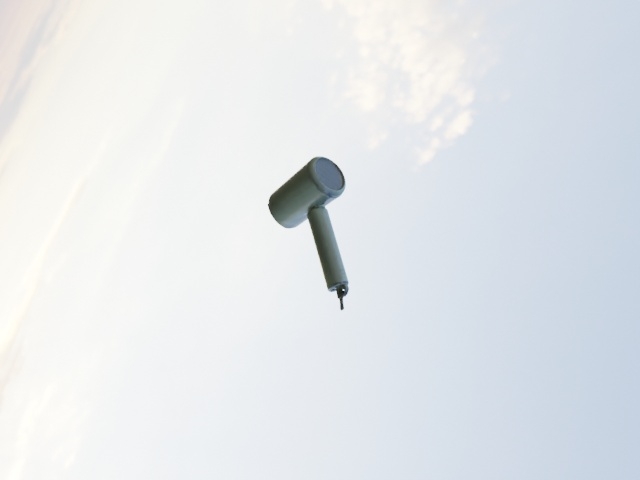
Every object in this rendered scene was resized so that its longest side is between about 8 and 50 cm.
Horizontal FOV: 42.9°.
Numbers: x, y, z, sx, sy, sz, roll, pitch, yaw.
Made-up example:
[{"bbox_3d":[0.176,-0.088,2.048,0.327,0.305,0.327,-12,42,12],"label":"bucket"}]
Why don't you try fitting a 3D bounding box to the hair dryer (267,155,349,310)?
[{"bbox_3d":[0.000,0.000,0.652,0.063,0.038,0.124,-36,-118,40],"label":"hair dryer"}]
